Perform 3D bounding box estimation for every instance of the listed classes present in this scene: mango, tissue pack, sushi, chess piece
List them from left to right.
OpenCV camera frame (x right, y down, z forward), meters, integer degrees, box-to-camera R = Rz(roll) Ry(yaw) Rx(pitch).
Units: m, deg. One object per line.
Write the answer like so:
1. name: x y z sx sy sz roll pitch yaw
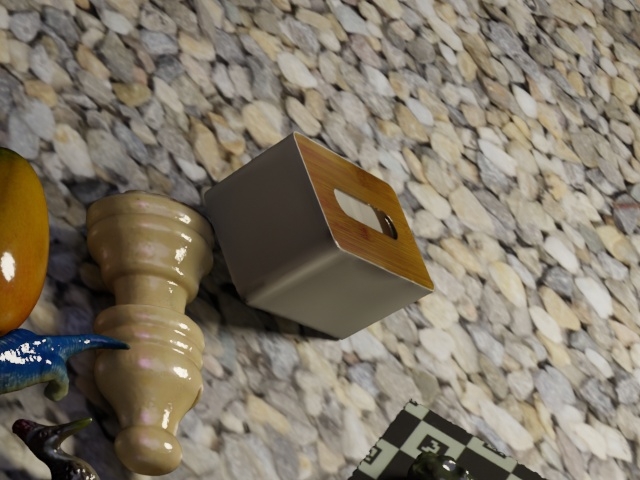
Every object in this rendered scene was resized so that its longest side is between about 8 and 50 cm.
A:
1. mango: -0.340 0.007 1.607 0.120 0.151 0.221 -2 42 13
2. chess piece: -0.188 0.105 1.683 0.139 0.124 0.307 47 33 -48
3. tissue pack: 0.000 0.001 1.826 0.246 0.136 0.159 23 41 -57
4. sushi: 0.188 0.336 1.734 0.359 0.064 0.343 29 39 14

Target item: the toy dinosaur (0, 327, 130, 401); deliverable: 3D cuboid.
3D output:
1. toy dinosaur: -0.292 0.105 1.517 0.248 0.188 0.075 -22 63 -28

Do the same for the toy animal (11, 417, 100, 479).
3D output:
1. toy animal: -0.234 0.253 1.550 0.105 0.070 0.202 -36 87 -30
